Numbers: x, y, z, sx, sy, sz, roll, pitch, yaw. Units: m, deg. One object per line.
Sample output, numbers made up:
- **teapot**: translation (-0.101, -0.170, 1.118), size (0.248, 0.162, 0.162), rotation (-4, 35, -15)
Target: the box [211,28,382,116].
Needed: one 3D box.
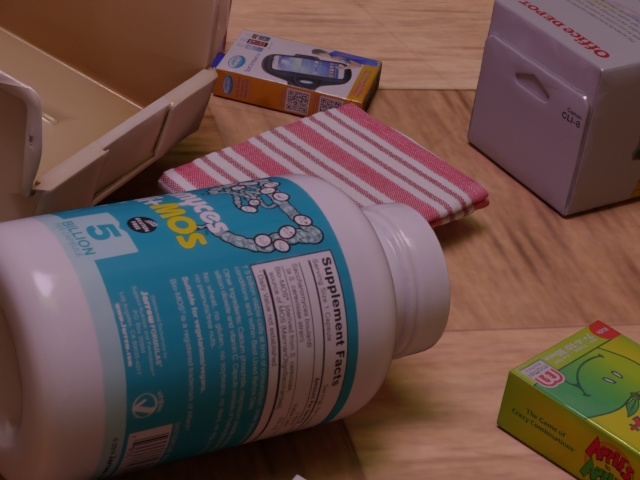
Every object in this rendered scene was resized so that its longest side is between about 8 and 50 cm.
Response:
- **box**: translation (-0.025, -0.132, 1.333), size (0.136, 0.028, 0.081), rotation (15, 32, 6)

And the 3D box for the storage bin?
- **storage bin**: translation (-0.225, -0.136, 1.086), size (0.260, 0.123, 0.262), rotation (29, 30, 9)

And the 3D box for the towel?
- **towel**: translation (0.005, -0.031, 1.162), size (0.197, 0.029, 0.144), rotation (-23, 45, -38)

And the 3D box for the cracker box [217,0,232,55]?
- **cracker box**: translation (-0.208, -0.203, 1.357), size (0.232, 0.067, 0.156), rotation (-9, 37, -29)

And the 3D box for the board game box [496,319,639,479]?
- **board game box**: translation (0.204, 0.121, 0.975), size (0.181, 0.043, 0.092), rotation (33, 38, 32)

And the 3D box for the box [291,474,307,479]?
- **box**: translation (0.001, 0.210, 0.726), size (0.145, 0.038, 0.186), rotation (31, 47, 11)

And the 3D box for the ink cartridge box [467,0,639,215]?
- **ink cartridge box**: translation (0.224, -0.116, 1.278), size (0.176, 0.127, 0.128), rotation (-13, 38, -32)

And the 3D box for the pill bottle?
- **pill bottle**: translation (-0.060, 0.043, 0.931), size (0.264, 0.146, 0.146), rotation (-11, 37, -30)
